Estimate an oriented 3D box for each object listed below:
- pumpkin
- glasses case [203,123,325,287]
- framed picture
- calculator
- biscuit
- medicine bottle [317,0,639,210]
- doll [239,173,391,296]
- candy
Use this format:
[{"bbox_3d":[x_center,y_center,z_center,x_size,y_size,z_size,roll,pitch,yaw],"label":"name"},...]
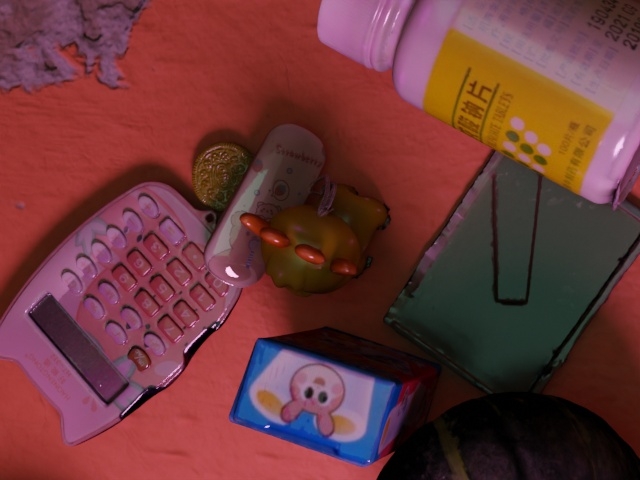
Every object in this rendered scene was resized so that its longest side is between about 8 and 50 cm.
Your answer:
[{"bbox_3d":[0.203,0.314,1.689,0.323,0.323,0.241,-40,41,11],"label":"pumpkin"},{"bbox_3d":[-0.066,-0.041,1.863,0.081,0.051,0.204,28,87,-9],"label":"glasses case"},{"bbox_3d":[0.227,0.036,1.822,0.209,0.019,0.281,37,99,11],"label":"framed picture"},{"bbox_3d":[-0.238,0.081,1.927,0.330,0.048,0.220,-44,79,10],"label":"calculator"},{"bbox_3d":[-0.114,-0.077,1.905,0.084,0.023,0.084,1,92,15],"label":"biscuit"},{"bbox_3d":[0.203,-0.211,1.726,0.379,0.213,0.213,30,98,13],"label":"medicine bottle"},{"bbox_3d":[0.000,0.000,1.779,0.143,0.221,0.135,28,101,16],"label":"doll"},{"bbox_3d":[0.025,0.164,1.727,0.157,0.306,0.100,18,94,14],"label":"candy"}]
